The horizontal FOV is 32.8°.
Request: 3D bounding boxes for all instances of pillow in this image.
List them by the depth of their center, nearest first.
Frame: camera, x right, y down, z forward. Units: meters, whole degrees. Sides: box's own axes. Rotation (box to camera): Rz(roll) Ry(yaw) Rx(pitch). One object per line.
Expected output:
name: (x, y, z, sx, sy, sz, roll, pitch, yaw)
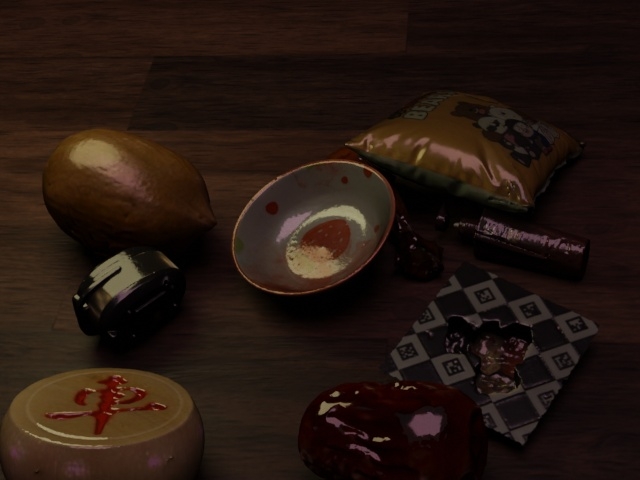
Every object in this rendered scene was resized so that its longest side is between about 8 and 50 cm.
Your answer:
pillow: (0.242, -0.153, 1.755, 0.312, 0.119, 0.310, 21, 34, 21)

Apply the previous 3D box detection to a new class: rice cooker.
rice cooker: (-0.277, 0.081, 1.585, 0.106, 0.112, 0.165, 32, 55, 27)

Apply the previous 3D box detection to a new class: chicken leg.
chicken leg: (0.105, -0.053, 1.719, 0.113, 0.093, 0.304, -15, 46, -27)

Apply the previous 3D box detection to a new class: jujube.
jujube: (0.088, 0.244, 1.336, 0.230, 0.155, 0.155, 8, 44, 18)

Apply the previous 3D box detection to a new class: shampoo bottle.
shampoo bottle: (0.289, -0.004, 1.652, 0.236, 0.067, 0.068, 15, 52, 22)

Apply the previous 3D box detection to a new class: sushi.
sushi: (0.233, 0.159, 1.495, 0.220, 0.047, 0.231, 26, 55, 24)

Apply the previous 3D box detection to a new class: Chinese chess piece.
Chinese chess piece: (-0.269, 0.244, 1.348, 0.251, 0.097, 0.251, 3, 17, -1)

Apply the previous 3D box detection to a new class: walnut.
walnut: (-0.296, -0.061, 1.686, 0.298, 0.203, 0.203, 20, 48, 21)

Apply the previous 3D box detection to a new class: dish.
dish: (0.000, 0.000, 1.647, 0.260, 0.085, 0.260, -13, 48, 14)
